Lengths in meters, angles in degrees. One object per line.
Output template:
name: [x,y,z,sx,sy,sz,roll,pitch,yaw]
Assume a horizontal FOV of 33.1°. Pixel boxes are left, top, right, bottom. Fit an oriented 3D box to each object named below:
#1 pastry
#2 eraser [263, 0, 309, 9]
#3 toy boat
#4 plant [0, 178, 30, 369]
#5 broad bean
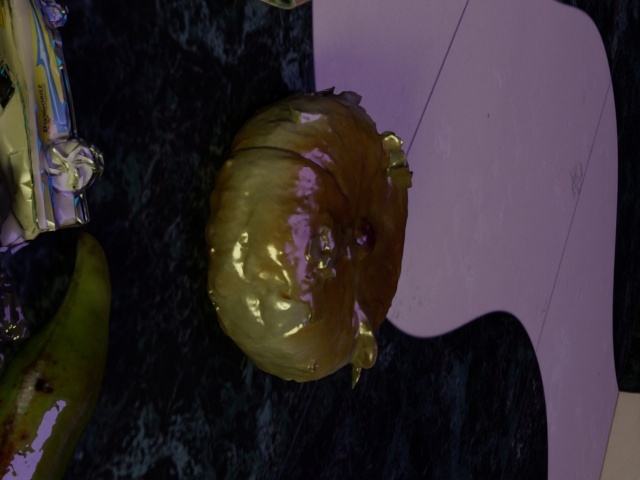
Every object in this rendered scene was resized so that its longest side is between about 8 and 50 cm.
pastry: [-0.002,-0.003,0.945,0.236,0.121,0.256,-50,136,-49]
eraser: [0.014,-0.320,0.963,0.290,0.087,0.171,-39,130,-54]
toy boat: [-0.177,-0.098,0.652,0.066,0.084,0.210,-9,91,-25]
plant: [-0.207,0.016,0.600,0.085,0.087,0.174,-176,-93,-82]
broad bean: [-0.189,0.148,0.669,0.077,0.061,0.338,56,46,-61]
